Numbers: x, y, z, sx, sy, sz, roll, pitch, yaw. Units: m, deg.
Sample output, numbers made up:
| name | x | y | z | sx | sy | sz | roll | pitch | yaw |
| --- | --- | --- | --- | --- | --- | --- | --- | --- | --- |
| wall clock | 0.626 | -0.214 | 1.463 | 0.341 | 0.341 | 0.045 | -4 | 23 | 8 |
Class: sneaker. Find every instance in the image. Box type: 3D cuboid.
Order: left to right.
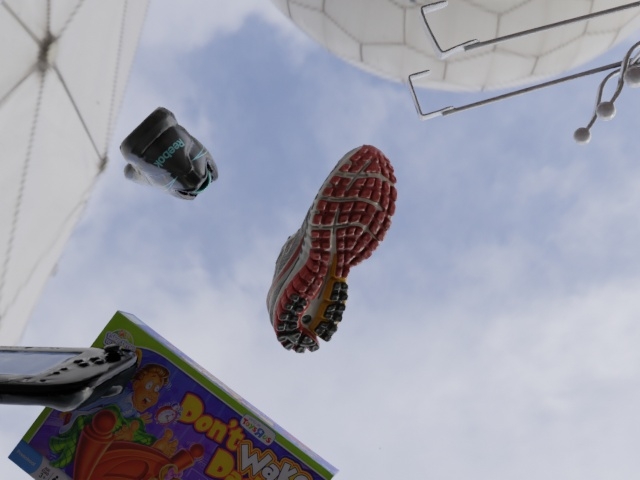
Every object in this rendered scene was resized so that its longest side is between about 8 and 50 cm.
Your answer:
| name | x | y | z | sx | sy | sz | roll | pitch | yaw |
| --- | --- | --- | --- | --- | --- | --- | --- | --- | --- |
| sneaker | -0.190 | -0.091 | 1.334 | 0.106 | 0.267 | 0.101 | 43 | -93 | -1 |
| sneaker | 0.000 | 0.000 | 1.091 | 0.088 | 0.093 | 0.225 | 23 | -79 | -28 |

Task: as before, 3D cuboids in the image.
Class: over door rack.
| name | x | y | z | sx | sy | sz | roll | pitch | yaw |
| --- | --- | --- | --- | --- | --- | --- | --- | --- | --- |
| over door rack | 0.264 | -0.180 | 1.149 | 0.324 | 0.239 | 0.108 | -4 | -100 | 0 |

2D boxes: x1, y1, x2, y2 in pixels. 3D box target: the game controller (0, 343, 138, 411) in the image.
| name | x | y | z | sx | sy | sz | roll | pitch | yaw |
| --- | --- | --- | --- | --- | --- | --- | --- | --- | --- |
| game controller | -0.381 | 0.156 | 1.232 | 0.319 | 0.166 | 0.067 | -1 | -90 | 17 |

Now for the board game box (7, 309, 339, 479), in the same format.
| name | x | y | z | sx | sy | sz | roll | pitch | yaw |
| --- | --- | --- | --- | --- | --- | --- | --- | --- | --- |
| board game box | -0.185 | 0.284 | 1.331 | 0.347 | 0.078 | 0.233 | 35 | -93 | 9 |

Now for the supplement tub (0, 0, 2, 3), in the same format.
| name | x | y | z | sx | sy | sz | roll | pitch | yaw |
| --- | --- | --- | --- | --- | --- | --- | --- | --- | --- |
| supplement tub | -0.295 | -0.253 | 0.907 | 0.071 | 0.071 | 0.107 | 30 | -84 | 8 |
